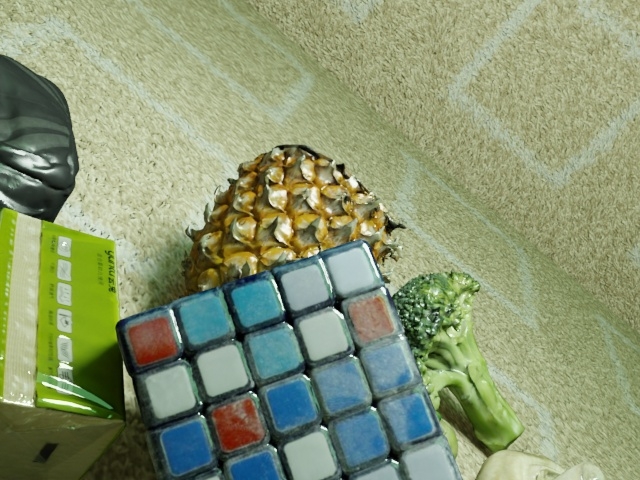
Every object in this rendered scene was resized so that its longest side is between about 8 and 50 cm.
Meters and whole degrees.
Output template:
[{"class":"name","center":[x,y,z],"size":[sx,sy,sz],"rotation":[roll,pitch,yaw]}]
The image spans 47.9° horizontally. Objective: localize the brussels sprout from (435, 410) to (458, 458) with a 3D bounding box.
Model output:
[{"class":"brussels sprout","center":[0.120,0.331,1.233],"size":[0.223,0.161,0.223],"rotation":[35,4,-3]}]

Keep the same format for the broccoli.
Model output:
[{"class":"broccoli","center":[0.283,0.238,1.529],"size":[0.397,0.275,0.353],"rotation":[25,70,-26]}]

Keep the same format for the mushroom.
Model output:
[{"class":"mushroom","center":[0.415,0.482,1.319],"size":[0.254,0.234,0.260],"rotation":[40,26,1]}]

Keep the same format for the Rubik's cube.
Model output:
[{"class":"Rubik's cube","center":[-0.050,0.203,0.838],"size":[0.287,0.292,0.293],"rotation":[-18,79,-13]}]

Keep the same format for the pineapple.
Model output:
[{"class":"pineapple","center":[-0.055,0.040,1.185],"size":[0.352,0.352,0.300],"rotation":[35,65,-16]}]

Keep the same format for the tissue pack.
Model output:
[{"class":"tissue pack","center":[-0.337,0.136,0.818],"size":[0.167,0.200,0.275],"rotation":[21,33,-35]}]

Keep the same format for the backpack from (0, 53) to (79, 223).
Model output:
[{"class":"backpack","center":[-0.548,-0.151,0.914],"size":[0.445,0.255,0.363],"rotation":[31,24,-41]}]
